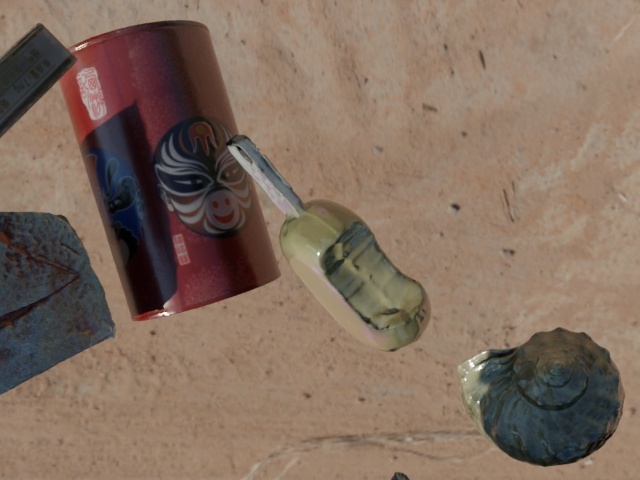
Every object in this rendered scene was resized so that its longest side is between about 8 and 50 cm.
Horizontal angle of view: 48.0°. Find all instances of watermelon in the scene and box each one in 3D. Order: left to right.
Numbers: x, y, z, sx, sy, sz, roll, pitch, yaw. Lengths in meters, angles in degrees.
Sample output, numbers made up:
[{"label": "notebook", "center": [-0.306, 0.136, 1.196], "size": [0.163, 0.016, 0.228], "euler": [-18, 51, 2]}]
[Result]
[{"label": "watermelon", "center": [-0.358, 0.048, 0.818], "size": [0.201, 0.262, 0.212], "euler": [-24, 95, -9]}]

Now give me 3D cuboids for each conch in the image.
[{"label": "conch", "center": [0.216, 0.160, 0.725], "size": [0.155, 0.130, 0.207], "euler": [27, 160, 22]}]

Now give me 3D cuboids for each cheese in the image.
[{"label": "cheese", "center": [0.000, 0.000, 0.770], "size": [0.082, 0.163, 0.286], "euler": [-46, 107, -14]}]

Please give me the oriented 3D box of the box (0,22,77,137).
[{"label": "box", "center": [-0.330, -0.025, 0.543], "size": [0.180, 0.324, 0.047], "euler": [-14, 128, 48]}]

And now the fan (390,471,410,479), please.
[{"label": "fan", "center": [0.129, 0.257, 0.574], "size": [0.038, 0.193, 0.016], "euler": [-5, 128, -53]}]

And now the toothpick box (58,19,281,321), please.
[{"label": "toothpick box", "center": [-0.192, -0.085, 0.919], "size": [0.204, 0.204, 0.333], "euler": [-16, 93, 9]}]
